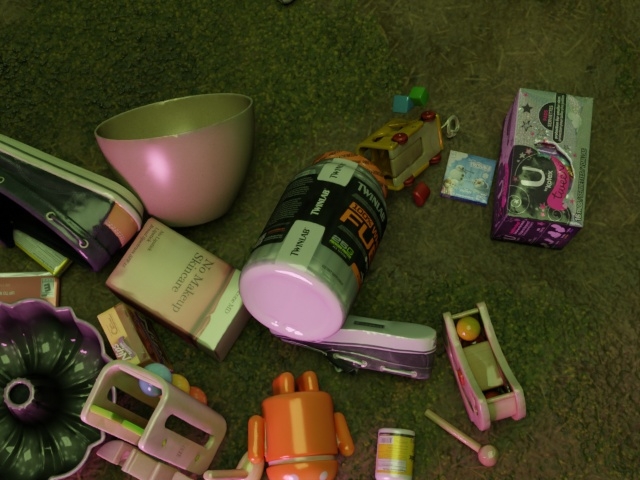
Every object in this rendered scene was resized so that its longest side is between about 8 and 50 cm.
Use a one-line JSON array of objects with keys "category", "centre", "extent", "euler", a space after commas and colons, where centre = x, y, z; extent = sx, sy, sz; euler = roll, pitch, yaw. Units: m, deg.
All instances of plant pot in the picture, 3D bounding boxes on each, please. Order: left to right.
[{"category": "plant pot", "centre": [-0.243, -0.135, 1.804], "extent": [0.284, 0.284, 0.191], "euler": [-11, 110, -2]}]

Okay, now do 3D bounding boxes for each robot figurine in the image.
[{"category": "robot figurine", "centre": [-0.033, 0.336, 1.718], "extent": [0.128, 0.158, 0.220], "euler": [-16, 71, 32]}]

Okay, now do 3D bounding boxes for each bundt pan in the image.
[{"category": "bundt pan", "centre": [-0.497, 0.269, 1.718], "extent": [0.330, 0.124, 0.331], "euler": [0, 74, 1]}]

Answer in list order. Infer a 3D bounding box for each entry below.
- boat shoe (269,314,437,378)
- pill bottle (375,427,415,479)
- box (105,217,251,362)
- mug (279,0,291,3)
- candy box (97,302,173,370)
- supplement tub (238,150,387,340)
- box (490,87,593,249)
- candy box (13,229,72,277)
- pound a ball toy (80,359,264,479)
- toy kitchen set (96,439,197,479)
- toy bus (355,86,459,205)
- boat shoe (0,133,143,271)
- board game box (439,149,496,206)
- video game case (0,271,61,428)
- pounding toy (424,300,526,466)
[{"category": "boat shoe", "centre": [0.053, 0.189, 1.776], "extent": [0.301, 0.108, 0.102], "euler": [6, 105, 8]}, {"category": "pill bottle", "centre": [0.128, 0.385, 1.734], "extent": [0.065, 0.065, 0.116], "euler": [5, 75, 3]}, {"category": "box", "centre": [-0.239, 0.089, 1.791], "extent": [0.232, 0.127, 0.149], "euler": [30, 77, 9]}, {"category": "mug", "centre": [-0.065, -0.506, 1.997], "extent": [0.062, 0.078, 0.064], "euler": [42, 87, -22]}, {"category": "candy box", "centre": [-0.316, 0.179, 1.736], "extent": [0.053, 0.187, 0.109], "euler": [-28, 77, -4]}, {"category": "supplement tub", "centre": [0.000, 0.000, 1.735], "extent": [0.193, 0.194, 0.316], "euler": [20, 49, 6]}, {"category": "box", "centre": [0.398, -0.128, 1.820], "extent": [0.142, 0.163, 0.247], "euler": [8, 74, 2]}, {"category": "candy box", "centre": [-0.528, -0.029, 1.869], "extent": [0.206, 0.027, 0.105], "euler": [36, 80, 18]}, {"category": "pound a ball toy", "centre": [-0.218, 0.304, 1.657], "extent": [0.208, 0.319, 0.136], "euler": [20, 75, 22]}, {"category": "toy kitchen set", "centre": [-0.299, 0.457, 1.715], "extent": [0.207, 0.122, 0.166], "euler": [21, 75, 27]}, {"category": "toy bus", "centre": [0.150, -0.177, 1.866], "extent": [0.104, 0.202, 0.191], "euler": [12, 80, 36]}, {"category": "boat shoe", "centre": [-0.559, -0.081, 1.778], "extent": [0.500, 0.187, 0.156], "euler": [20, 68, 13]}, {"category": "board game box", "centre": [0.279, -0.117, 1.894], "extent": [0.090, 0.020, 0.090], "euler": [13, 74, 5]}, {"category": "video game case", "centre": [-0.578, 0.198, 1.820], "extent": [0.204, 0.025, 0.285], "euler": [-2, 75, 0]}, {"category": "pounding toy", "centre": [0.252, 0.253, 1.722], "extent": [0.154, 0.154, 0.270], "euler": [-16, 74, -4]}]
